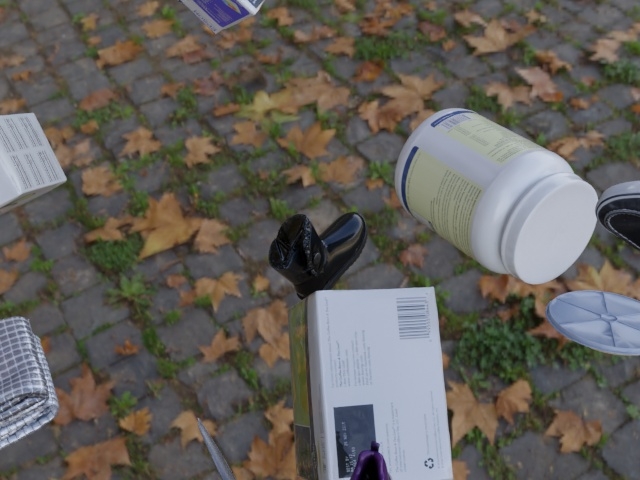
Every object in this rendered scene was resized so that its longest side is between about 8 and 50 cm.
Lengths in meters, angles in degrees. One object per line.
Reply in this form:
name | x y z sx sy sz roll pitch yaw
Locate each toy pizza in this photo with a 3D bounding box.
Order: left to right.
toy pizza | 0.467 0.139 1.391 0.201 0.032 0.201 3 24 -1

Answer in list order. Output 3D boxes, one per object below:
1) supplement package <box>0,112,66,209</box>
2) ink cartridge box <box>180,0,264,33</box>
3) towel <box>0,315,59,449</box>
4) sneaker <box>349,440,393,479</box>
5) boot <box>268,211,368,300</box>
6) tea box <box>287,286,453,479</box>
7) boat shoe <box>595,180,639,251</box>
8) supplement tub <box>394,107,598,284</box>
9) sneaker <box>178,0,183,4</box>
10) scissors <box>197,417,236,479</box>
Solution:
supplement package | -0.609 -0.122 1.544 0.194 0.149 0.203 -24 7 10
ink cartridge box | -0.194 -0.411 1.292 0.045 0.206 0.208 -53 21 -11
towel | -0.669 0.292 1.649 0.283 0.121 0.235 -26 45 -12
sneaker | 0.045 0.380 1.139 0.083 0.098 0.224 4 43 13
boot | 0.000 0.000 1.827 0.094 0.207 0.246 25 72 30
tea box | 0.074 0.266 1.550 0.219 0.323 0.329 -2 81 -13
boat shoe | 0.492 0.013 1.117 0.301 0.108 0.102 25 55 31
supplement tub | 0.315 -0.084 1.563 0.235 0.235 0.325 -30 41 -19
sneaker | -0.223 -0.514 1.678 0.089 0.051 0.170 21 52 -17
scissors | -0.083 0.367 1.110 0.109 0.021 0.297 -4 65 -32
